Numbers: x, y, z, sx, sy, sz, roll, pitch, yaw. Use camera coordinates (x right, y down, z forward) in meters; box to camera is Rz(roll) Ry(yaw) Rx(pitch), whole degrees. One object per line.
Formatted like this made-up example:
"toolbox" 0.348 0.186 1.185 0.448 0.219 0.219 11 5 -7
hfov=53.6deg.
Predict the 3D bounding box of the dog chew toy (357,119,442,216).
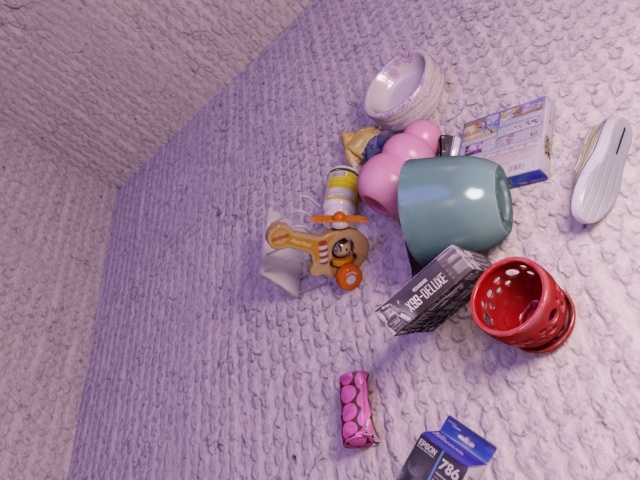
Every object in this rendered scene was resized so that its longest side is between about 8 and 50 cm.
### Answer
"dog chew toy" 0.262 -0.237 1.964 0.332 0.206 0.206 -54 34 -11

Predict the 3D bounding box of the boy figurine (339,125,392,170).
"boy figurine" 0.155 -0.327 2.246 0.177 0.092 0.285 -59 34 -3

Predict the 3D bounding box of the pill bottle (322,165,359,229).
"pill bottle" 0.069 -0.142 2.176 0.119 0.119 0.208 -19 49 41

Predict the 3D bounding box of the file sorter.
"file sorter" -0.073 0.016 2.161 0.173 0.193 0.278 -22 47 34

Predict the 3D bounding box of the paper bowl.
"paper bowl" 0.297 -0.499 2.163 0.284 0.148 0.284 -30 43 33

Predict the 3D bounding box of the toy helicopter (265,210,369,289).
"toy helicopter" 0.000 0.000 1.941 0.235 0.355 0.140 -65 32 17

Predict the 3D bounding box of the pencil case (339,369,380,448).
"pencil case" 0.100 0.448 1.700 0.098 0.095 0.209 108 162 -48

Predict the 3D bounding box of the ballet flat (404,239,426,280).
"ballet flat" 0.289 0.085 1.803 0.084 0.058 0.250 -19 52 12

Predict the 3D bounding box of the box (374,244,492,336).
"box" 0.294 0.127 1.545 0.242 0.307 0.076 -44 67 17

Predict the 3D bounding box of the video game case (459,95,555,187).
"video game case" 0.517 -0.257 1.787 0.269 0.061 0.244 -13 54 44

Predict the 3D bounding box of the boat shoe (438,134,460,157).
"boat shoe" 0.359 -0.211 1.884 0.080 0.076 0.229 70 -146 -81

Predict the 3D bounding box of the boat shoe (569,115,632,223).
"boat shoe" 0.662 -0.164 1.527 0.302 0.109 0.094 -59 19 -20

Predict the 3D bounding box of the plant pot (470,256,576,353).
"plant pot" 0.461 0.156 1.429 0.191 0.174 0.191 -29 43 32

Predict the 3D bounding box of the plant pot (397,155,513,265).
"plant pot" 0.367 -0.091 1.659 0.235 0.293 0.293 -9 55 28

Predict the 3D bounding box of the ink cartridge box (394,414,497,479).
"ink cartridge box" 0.251 0.570 1.450 0.165 0.065 0.333 23 80 55
